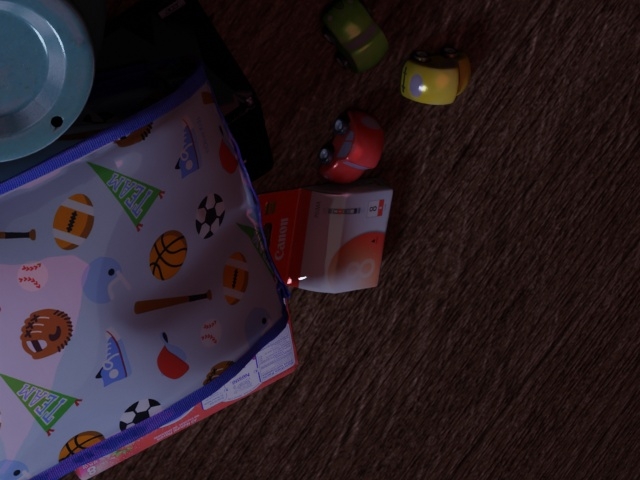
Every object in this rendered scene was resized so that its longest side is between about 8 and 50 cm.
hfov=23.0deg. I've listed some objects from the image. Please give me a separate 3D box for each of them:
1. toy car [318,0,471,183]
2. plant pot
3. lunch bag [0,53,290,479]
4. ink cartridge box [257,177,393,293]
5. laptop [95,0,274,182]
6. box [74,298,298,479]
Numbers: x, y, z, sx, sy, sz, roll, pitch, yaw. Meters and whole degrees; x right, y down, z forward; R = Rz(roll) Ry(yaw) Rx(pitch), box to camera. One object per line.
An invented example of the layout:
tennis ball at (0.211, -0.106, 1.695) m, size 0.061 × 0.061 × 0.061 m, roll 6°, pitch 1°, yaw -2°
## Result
toy car at (0.070, -0.195, 1.886) m, size 0.239 × 0.053 × 0.225 m, roll -39°, pitch 133°, yaw -7°
plant pot at (-0.317, -0.207, 1.442) m, size 0.271 × 0.255 × 0.272 m, roll -8°, pitch 121°, yaw -14°
lunch bag at (-0.241, 0.025, 1.594) m, size 0.385 × 0.239 × 0.328 m, roll -27°, pitch 118°, yaw -16°
ink cartridge box at (0.000, 0.000, 1.973) m, size 0.179 × 0.045 × 0.145 m, roll -11°, pitch 123°, yaw -32°
laptop at (-0.194, -0.123, 1.781) m, size 0.234 × 0.136 × 0.264 m, roll -35°, pitch 158°, yaw -10°
box at (-0.191, 0.128, 1.848) m, size 0.300 × 0.142 × 0.154 m, roll -27°, pitch 135°, yaw -17°
